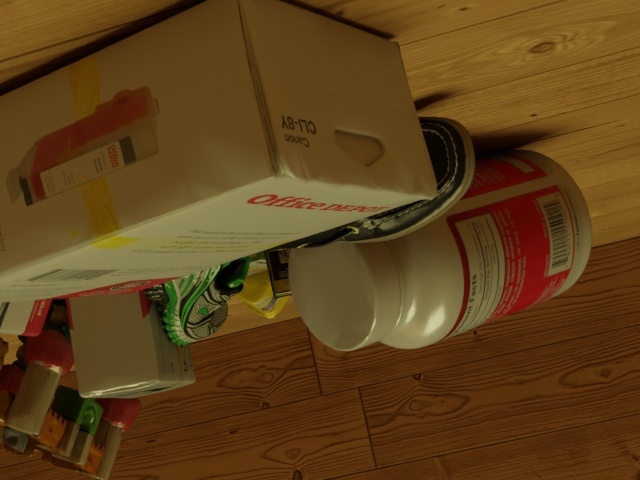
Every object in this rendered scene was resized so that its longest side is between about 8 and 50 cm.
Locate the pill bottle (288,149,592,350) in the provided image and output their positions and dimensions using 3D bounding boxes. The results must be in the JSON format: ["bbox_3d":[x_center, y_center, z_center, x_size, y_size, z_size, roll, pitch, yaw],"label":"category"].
[{"bbox_3d":[0.166,0.017,1.646,0.408,0.229,0.229,-16,175,-38],"label":"pill bottle"}]

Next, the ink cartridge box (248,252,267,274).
[{"bbox_3d":[-0.117,0.018,1.965,0.209,0.062,0.109,-17,170,25],"label":"ink cartridge box"}]

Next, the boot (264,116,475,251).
[{"bbox_3d":[-0.042,-0.057,1.350,0.377,0.138,0.284,-10,177,32],"label":"boot"}]

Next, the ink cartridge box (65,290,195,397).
[{"bbox_3d":[-0.303,0.132,1.901,0.131,0.226,0.306,-12,173,4],"label":"ink cartridge box"}]

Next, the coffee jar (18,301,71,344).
[{"bbox_3d":[-0.489,0.158,2.290,0.096,0.079,0.184,-15,172,36],"label":"coffee jar"}]

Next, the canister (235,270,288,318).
[{"bbox_3d":[-0.096,0.066,2.119,0.073,0.126,0.170,27,174,11],"label":"canister"}]

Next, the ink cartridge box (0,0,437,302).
[{"bbox_3d":[-0.131,-0.066,1.066,0.385,0.160,0.279,-17,171,29],"label":"ink cartridge box"}]

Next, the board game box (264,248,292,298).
[{"bbox_3d":[0.000,0.000,1.753,0.170,0.141,0.048,-10,171,-10],"label":"board game box"}]

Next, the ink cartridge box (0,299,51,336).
[{"bbox_3d":[-0.410,0.031,1.289,0.172,0.100,0.237,16,176,9],"label":"ink cartridge box"}]

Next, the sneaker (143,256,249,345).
[{"bbox_3d":[-0.175,0.072,1.802,0.146,0.134,0.343,-4,162,1],"label":"sneaker"}]

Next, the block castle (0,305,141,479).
[{"bbox_3d":[-0.503,0.237,2.008,0.303,0.213,0.453,12,160,12],"label":"block castle"}]
